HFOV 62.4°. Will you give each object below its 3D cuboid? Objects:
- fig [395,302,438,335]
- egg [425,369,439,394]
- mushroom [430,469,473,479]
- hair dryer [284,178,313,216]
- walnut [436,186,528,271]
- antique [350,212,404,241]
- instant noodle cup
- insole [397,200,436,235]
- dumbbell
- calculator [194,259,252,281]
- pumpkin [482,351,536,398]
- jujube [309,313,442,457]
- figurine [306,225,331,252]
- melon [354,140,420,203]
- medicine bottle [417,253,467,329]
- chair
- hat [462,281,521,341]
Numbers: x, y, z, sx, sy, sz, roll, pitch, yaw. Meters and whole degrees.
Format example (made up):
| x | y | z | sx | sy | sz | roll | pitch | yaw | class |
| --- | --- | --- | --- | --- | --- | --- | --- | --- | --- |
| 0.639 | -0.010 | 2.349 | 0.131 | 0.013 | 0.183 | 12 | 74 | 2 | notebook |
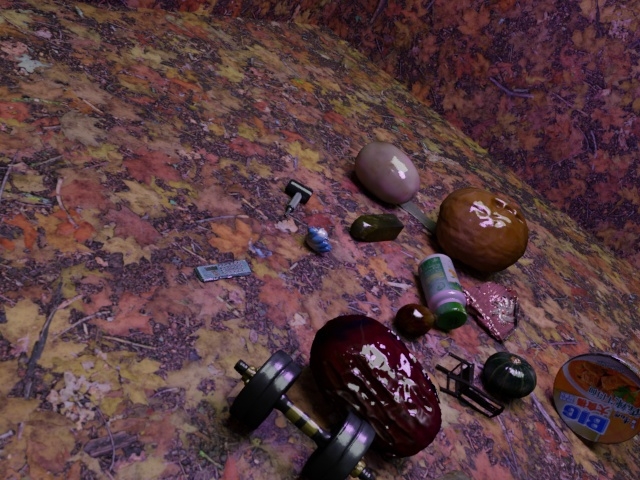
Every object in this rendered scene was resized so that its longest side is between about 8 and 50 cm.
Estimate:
| x | y | z | sx | sy | sz | roll | pitch | yaw | class |
| --- | --- | --- | --- | --- | --- | --- | --- | --- | --- |
| 0.322 | 0.254 | 1.722 | 0.155 | 0.103 | 0.109 | -9 | 73 | -34 | fig |
| 0.298 | 0.417 | 1.516 | 0.096 | 0.080 | 0.080 | 39 | 34 | 10 | egg |
| 0.268 | 0.620 | 1.163 | 0.267 | 0.164 | 0.189 | 4 | 42 | -36 | mushroom |
| -0.100 | -0.147 | 1.940 | 0.101 | 0.057 | 0.197 | 28 | 40 | -3 | hair dryer |
| 0.669 | -0.047 | 2.191 | 0.398 | 0.308 | 0.354 | 30 | 39 | -1 | walnut |
| 0.214 | -0.047 | 2.034 | 0.221 | 0.081 | 0.080 | -6 | 48 | -42 | antique |
| 0.960 | 0.509 | 1.775 | 0.214 | 0.296 | 0.296 | 3 | 43 | -50 | instant noodle cup |
| 0.423 | -0.128 | 2.365 | 0.348 | 0.009 | 0.119 | 44 | 35 | 17 | insole |
| -0.041 | 0.400 | 1.173 | 0.388 | 0.185 | 0.185 | 39 | 34 | 10 | dumbbell |
| -0.277 | 0.087 | 1.529 | 0.172 | 0.018 | 0.057 | -7 | 49 | -42 | calculator |
| 0.609 | 0.434 | 1.704 | 0.167 | 0.125 | 0.167 | 22 | 11 | -5 | pumpkin |
| 0.132 | 0.356 | 1.327 | 0.258 | 0.258 | 0.376 | -23 | 74 | -51 | jujube |
| 0.000 | 0.000 | 1.802 | 0.114 | 0.114 | 0.079 | 40 | 80 | 9 | figurine |
| 0.285 | -0.293 | 2.272 | 0.317 | 0.223 | 0.223 | 44 | 35 | 21 | melon |
| 0.434 | 0.182 | 1.876 | 0.134 | 0.133 | 0.274 | 19 | 37 | -19 | medicine bottle |
| 0.461 | 0.443 | 1.614 | 0.213 | 0.084 | 0.101 | 29 | 38 | -6 | chair |
| 0.680 | 0.241 | 2.020 | 0.286 | 0.107 | 0.236 | -21 | 70 | -45 | hat |
